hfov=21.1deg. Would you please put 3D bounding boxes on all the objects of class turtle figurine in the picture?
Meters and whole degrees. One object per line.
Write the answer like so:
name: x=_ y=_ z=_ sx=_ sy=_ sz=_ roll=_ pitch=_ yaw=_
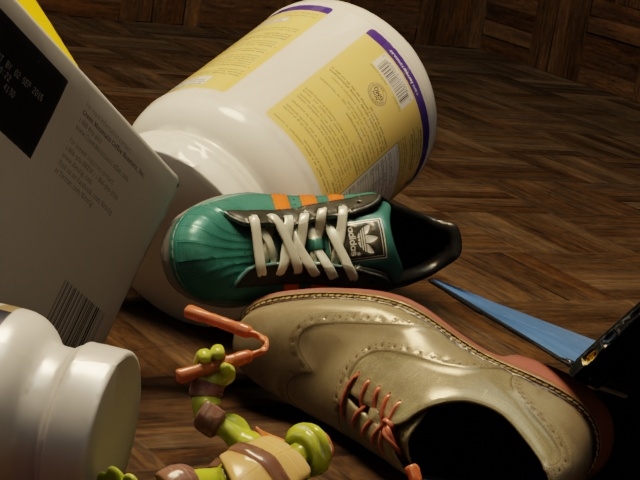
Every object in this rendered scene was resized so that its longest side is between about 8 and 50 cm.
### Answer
turtle figurine: x=-0.061 y=0.167 z=1.224 sx=0.269 sy=0.087 sz=0.217 roll=46 pitch=35 yaw=18

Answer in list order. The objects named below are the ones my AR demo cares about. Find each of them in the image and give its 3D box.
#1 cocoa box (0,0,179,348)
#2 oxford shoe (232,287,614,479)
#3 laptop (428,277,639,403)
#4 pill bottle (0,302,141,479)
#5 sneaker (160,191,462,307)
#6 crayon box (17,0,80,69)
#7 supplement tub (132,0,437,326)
cocoa box: x=-0.316 y=-0.054 z=1.389 sx=0.228 sy=0.231 sz=0.347 roll=15 pitch=-19 yaw=27
oxford shoe: x=0.065 y=0.126 z=1.435 sx=0.348 sy=0.123 sz=0.130 roll=14 pitch=19 yaw=23
laptop: x=0.378 y=0.054 z=1.515 sx=0.382 sy=0.408 sz=0.236 roll=20 pitch=40 yaw=-28
pill bottle: x=-0.270 y=0.112 z=1.206 sx=0.264 sy=0.153 sz=0.153 roll=11 pitch=14 yaw=8
sneaker: x=0.000 y=0.000 z=1.570 sx=0.302 sy=0.108 sz=0.121 roll=-3 pitch=-6 yaw=-41
crayon box: x=-0.415 y=-0.168 z=1.772 sx=0.363 sy=0.106 sz=0.313 roll=1 pitch=46 yaw=-49
supplement tub: x=-0.054 y=-0.083 z=1.781 sx=0.241 sy=0.241 sz=0.331 roll=17 pitch=40 yaw=29
